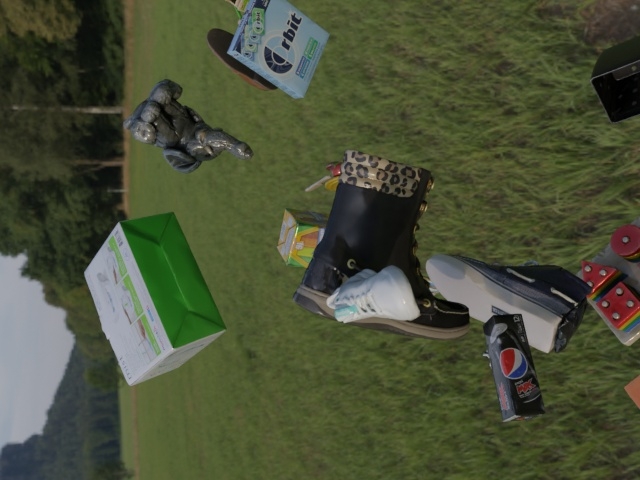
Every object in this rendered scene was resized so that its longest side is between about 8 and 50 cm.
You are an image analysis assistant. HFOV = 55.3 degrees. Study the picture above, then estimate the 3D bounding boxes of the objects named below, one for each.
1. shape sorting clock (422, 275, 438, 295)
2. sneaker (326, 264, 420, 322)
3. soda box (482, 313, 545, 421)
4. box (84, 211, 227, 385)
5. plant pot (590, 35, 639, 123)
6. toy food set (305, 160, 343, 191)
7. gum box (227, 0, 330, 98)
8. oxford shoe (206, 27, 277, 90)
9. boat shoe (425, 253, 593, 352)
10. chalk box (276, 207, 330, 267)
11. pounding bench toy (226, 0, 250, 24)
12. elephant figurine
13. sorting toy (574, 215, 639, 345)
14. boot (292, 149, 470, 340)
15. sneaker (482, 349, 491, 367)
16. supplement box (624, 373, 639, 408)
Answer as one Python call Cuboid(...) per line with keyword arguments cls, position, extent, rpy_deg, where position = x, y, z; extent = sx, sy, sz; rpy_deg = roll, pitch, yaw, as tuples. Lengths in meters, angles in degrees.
Cuboid(cls="shape sorting clock", position=(0.210, 0.117, 1.587), extent=(0.206, 0.206, 0.040), rpy_deg=(141, 136, -69))
Cuboid(cls="sneaker", position=(0.066, 0.087, 0.859), extent=(0.080, 0.094, 0.212), rpy_deg=(68, 166, -2))
Cuboid(cls="soda box", position=(0.320, 0.210, 1.018), extent=(0.060, 0.053, 0.169), rpy_deg=(101, 164, -63))
Cuboid(cls="box", position=(-0.335, 0.118, 1.198), extent=(0.231, 0.126, 0.262), rpy_deg=(-41, 72, 44))
Cuboid(cls="plant pot", position=(0.924, -0.493, 1.810), extent=(0.187, 0.188, 0.167), rpy_deg=(-17, 40, 37))
Cuboid(cls="toy food set", position=(0.076, -0.182, 1.628), extent=(0.128, 0.217, 0.071), rpy_deg=(149, 116, -62))
Cuboid(cls="gum box", position=(-0.085, -0.414, 1.283), extent=(0.041, 0.184, 0.157), rpy_deg=(11, 77, 54))
Cuboid(cls="oxford shoe", position=(-0.201, -0.435, 1.505), extent=(0.076, 0.212, 0.076), rpy_deg=(3, 62, 55))
Cuboid(cls="boat shoe", position=(0.400, 0.097, 1.298), extent=(0.340, 0.158, 0.127), rpy_deg=(33, 146, 35))
Cuboid(cls="chalk box", position=(0.000, 0.000, 1.761), extent=(0.132, 0.213, 0.132), rpy_deg=(-126, 47, -61))
Cuboid(cls="pounding bench toy", position=(-0.176, -0.526, 1.351), extent=(0.065, 0.052, 0.083), rpy_deg=(44, 121, 31))
Cuboid(cls="elephant figurine", position=(-0.300, -0.230, 1.380), extent=(0.169, 0.239, 0.186), rpy_deg=(-49, 30, 14))
Cuboid(cls="sorting toy", position=(0.810, 0.093, 1.610), extent=(0.257, 0.089, 0.255), rpy_deg=(-52, 35, 25))
Cuboid(cls="boot", position=(0.148, 0.017, 1.085), extent=(0.138, 0.377, 0.284), rpy_deg=(16, 92, 61))
Cuboid(cls="sneaker", position=(0.385, 0.272, 1.325), extent=(0.083, 0.037, 0.032), rpy_deg=(57, -177, 31))
Cuboid(cls="supplement box", position=(0.768, 0.282, 1.297), extent=(0.078, 0.233, 0.080), rpy_deg=(96, 149, -55))
